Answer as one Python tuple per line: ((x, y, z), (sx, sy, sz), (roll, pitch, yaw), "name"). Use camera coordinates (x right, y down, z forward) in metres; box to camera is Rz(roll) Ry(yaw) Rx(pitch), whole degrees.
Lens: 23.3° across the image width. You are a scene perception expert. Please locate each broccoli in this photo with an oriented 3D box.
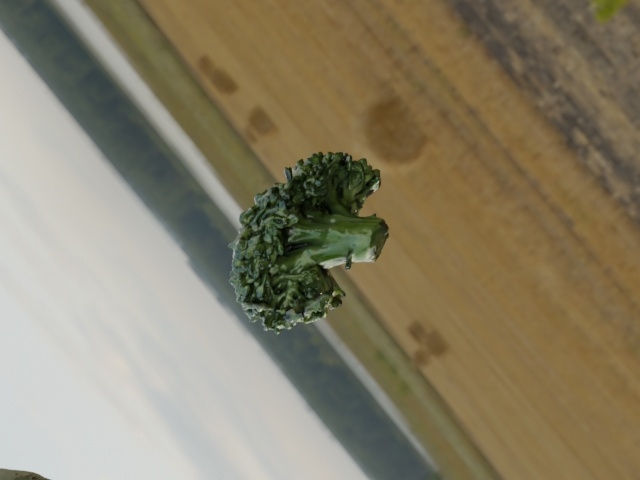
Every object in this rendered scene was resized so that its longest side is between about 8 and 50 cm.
((0.000, 0.000, 0.826), (0.092, 0.095, 0.097), (5, -175, 29), "broccoli")

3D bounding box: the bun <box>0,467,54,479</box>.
((-0.094, 0.169, 0.552), (0.183, 0.102, 0.183), (16, 135, 17), "bun")
